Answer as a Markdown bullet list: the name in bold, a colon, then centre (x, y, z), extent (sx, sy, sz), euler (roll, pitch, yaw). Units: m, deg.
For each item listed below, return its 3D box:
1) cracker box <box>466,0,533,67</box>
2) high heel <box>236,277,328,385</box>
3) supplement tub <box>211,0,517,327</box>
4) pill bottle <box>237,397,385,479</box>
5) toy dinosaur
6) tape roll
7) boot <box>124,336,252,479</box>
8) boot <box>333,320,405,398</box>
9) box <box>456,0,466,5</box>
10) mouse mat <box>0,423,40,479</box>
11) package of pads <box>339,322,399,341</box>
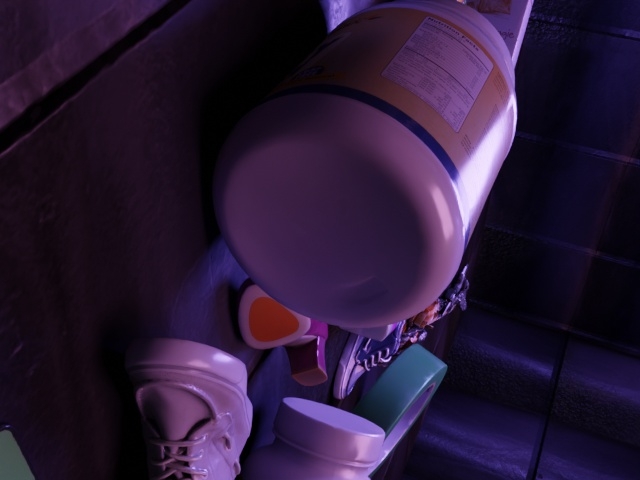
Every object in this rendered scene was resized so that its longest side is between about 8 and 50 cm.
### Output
- **cracker box**: centre (0.263, -0.377, 1.225), extent (0.067, 0.156, 0.232), euler (2, 103, -72)
- **high heel**: centre (-0.042, 0.074, 0.866), extent (0.244, 0.082, 0.117), euler (54, 21, -53)
- **supplement tub**: centre (0.062, -0.093, 0.721), extent (0.316, 0.228, 0.228), euler (-56, 156, -46)
- **pill bottle**: centre (-0.033, 0.383, 0.943), extent (0.188, 0.188, 0.333), euler (28, 79, -73)
- **toy dinosaur**: centre (0.201, 0.124, 1.465), extent (0.322, 0.164, 0.218), euler (-36, -178, 40)
- **tape roll**: centre (0.127, 0.355, 1.462), extent (0.321, 0.077, 0.321), euler (-46, 160, -22)
- **boot**: centre (-0.108, 0.177, 0.630), extent (0.258, 0.095, 0.123), euler (77, 16, -62)
- **boot**: centre (0.090, 0.208, 1.348), extent (0.069, 0.086, 0.190), euler (59, 50, -68)
- **box**: centre (0.129, -0.231, 1.009), extent (0.233, 0.044, 0.159), euler (-50, 145, -29)
- **mouse mat**: centre (-0.236, 0.224, 0.455), extent (0.152, 0.007, 0.189), euler (91, 24, -42)
- **package of pads**: centre (0.133, -0.002, 1.261), extent (0.229, 0.101, 0.296), euler (-26, 131, -67)
